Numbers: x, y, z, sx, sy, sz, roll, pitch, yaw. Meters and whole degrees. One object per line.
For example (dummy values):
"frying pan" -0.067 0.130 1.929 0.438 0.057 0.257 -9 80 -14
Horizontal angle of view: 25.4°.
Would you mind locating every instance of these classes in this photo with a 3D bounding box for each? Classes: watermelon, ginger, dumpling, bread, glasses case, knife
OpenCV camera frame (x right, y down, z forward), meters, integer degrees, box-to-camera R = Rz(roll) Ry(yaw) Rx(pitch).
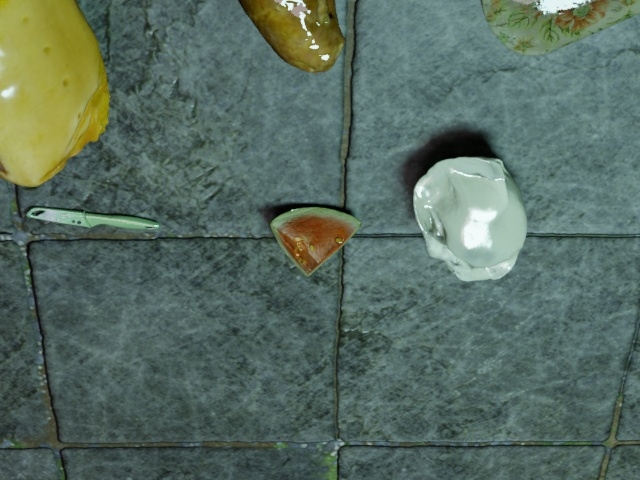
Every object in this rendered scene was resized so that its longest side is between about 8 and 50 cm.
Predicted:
"watermelon" 0.000 0.000 2.178 0.135 0.094 0.125 -23 120 13
"ginger" -0.040 -0.369 1.815 0.165 0.172 0.321 -33 143 -22
"dumpling" 0.228 -0.031 2.130 0.162 0.132 0.250 -14 131 6
"bread" -0.440 -0.266 1.821 0.250 0.361 0.394 -48 143 -19
"glasses case" 0.409 -0.377 1.848 0.425 0.098 0.156 -23 122 18
"knife" -0.350 -0.032 2.193 0.207 0.014 0.030 7 131 -6
